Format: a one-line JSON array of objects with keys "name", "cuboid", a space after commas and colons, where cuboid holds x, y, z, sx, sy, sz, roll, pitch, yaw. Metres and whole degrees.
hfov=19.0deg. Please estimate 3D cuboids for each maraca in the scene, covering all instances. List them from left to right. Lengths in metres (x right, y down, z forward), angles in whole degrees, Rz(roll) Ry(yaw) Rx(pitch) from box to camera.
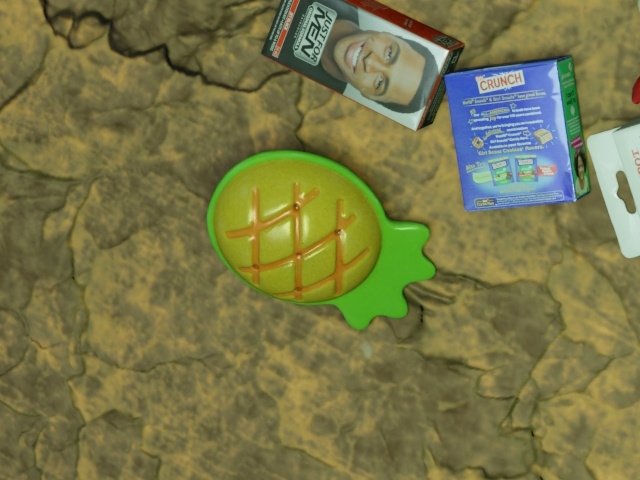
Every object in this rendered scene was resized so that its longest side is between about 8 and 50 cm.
[{"name": "maraca", "cuboid": [0.000, 0.000, 1.500, 0.186, 0.099, 0.127, 28, 116, -13]}]

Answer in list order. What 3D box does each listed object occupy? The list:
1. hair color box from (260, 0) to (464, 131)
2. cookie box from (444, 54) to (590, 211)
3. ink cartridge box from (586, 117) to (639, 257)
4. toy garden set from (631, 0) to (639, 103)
[{"name": "hair color box", "cuboid": [0.032, -0.148, 1.477, 0.141, 0.043, 0.072, 27, 110, 14]}, {"name": "cookie box", "cuboid": [0.149, -0.081, 1.444, 0.092, 0.040, 0.107, -5, 101, 24]}, {"name": "ink cartridge box", "cuboid": [0.282, -0.049, 1.385, 0.180, 0.060, 0.104, -17, 95, 25]}, {"name": "toy garden set", "cuboid": [0.313, -0.167, 1.311, 0.204, 0.049, 0.244, 23, 85, 18]}]
